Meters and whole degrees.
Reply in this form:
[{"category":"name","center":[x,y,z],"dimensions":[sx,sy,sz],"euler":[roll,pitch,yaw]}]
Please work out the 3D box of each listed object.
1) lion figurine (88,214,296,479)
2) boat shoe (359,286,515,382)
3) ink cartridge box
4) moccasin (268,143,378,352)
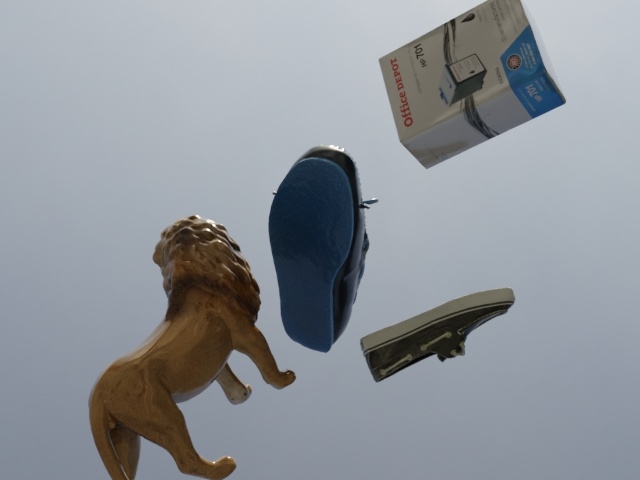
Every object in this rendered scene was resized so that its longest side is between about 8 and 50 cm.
[{"category":"lion figurine","center":[-0.172,0.147,1.153],"dimensions":[0.142,0.392,0.240],"euler":[-21,-69,31]},{"category":"boat shoe","center":[0.163,0.127,1.286],"dimensions":[0.219,0.078,0.070],"euler":[-24,-108,14]},{"category":"ink cartridge box","center":[0.180,-0.194,1.169],"dimensions":[0.191,0.082,0.139],"euler":[-24,-123,21]},{"category":"moccasin","center":[0.000,0.000,1.294],"dimensions":[0.138,0.342,0.117],"euler":[25,-133,15]}]
